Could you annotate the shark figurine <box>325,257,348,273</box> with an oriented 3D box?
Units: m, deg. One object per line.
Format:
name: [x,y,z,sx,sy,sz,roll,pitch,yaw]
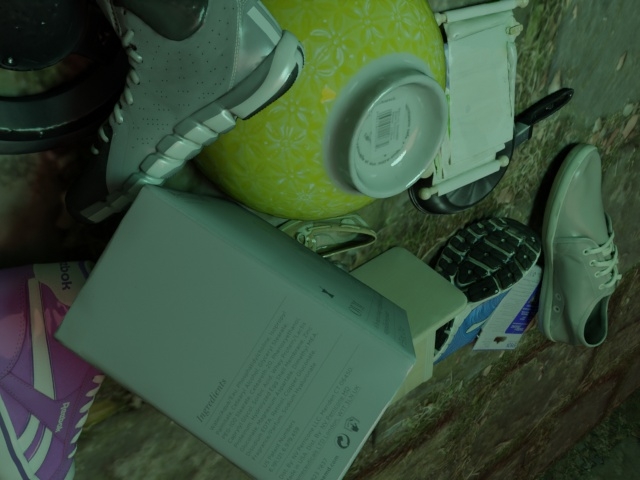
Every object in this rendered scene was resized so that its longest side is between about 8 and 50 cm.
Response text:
shark figurine: [-0.039,0.129,0.636,0.278,0.166,0.116,-36,102,-20]

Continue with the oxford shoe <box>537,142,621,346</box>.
oxford shoe: [0.514,0.026,1.045,0.169,0.130,0.450,-30,124,-30]

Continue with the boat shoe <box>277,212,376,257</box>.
boat shoe: [0.000,0.002,0.676,0.153,0.048,0.056,-13,128,-34]

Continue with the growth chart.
growth chart: [0.186,-0.175,0.677,0.171,0.021,0.237,-14,117,-23]

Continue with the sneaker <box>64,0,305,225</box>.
sneaker: [-0.135,-0.117,0.397,0.228,0.086,0.132,-33,118,14]

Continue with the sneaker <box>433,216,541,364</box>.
sneaker: [0.238,0.095,0.923,0.330,0.130,0.147,-43,154,-1]

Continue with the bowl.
bowl: [0.028,-0.127,0.518,0.289,0.156,0.290,-23,133,-27]

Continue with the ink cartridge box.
ink cartridge box: [0.404,0.137,1.137,0.206,0.045,0.208,12,110,-46]

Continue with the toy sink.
toy sink: [0.072,0.140,0.770,0.234,0.153,0.131,-29,136,-22]

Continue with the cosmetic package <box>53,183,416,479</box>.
cosmetic package: [-0.049,0.071,0.469,0.138,0.224,0.224,-59,175,4]

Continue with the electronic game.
electronic game: [-0.207,-0.162,0.366,0.229,0.048,0.229,-30,144,-25]

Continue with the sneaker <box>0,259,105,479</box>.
sneaker: [-0.237,0.144,0.524,0.161,0.102,0.282,-14,130,-24]

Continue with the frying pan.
frying pan: [0.265,-0.127,0.812,0.326,0.053,0.197,-10,127,-32]
